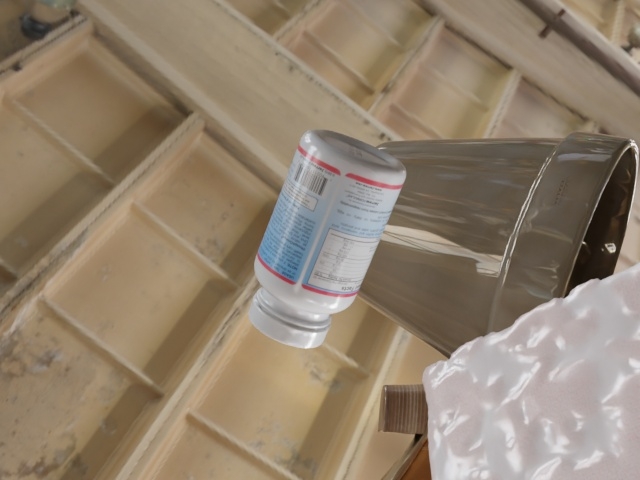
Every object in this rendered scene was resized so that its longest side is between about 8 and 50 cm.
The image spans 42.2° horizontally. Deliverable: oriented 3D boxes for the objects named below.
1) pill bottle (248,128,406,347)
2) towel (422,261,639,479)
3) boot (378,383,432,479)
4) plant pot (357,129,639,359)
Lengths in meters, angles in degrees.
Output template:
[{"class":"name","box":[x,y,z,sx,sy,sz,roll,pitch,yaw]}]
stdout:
[{"class":"pill bottle","box":[0.000,0.000,0.653,0.087,0.160,0.087,20,-163,-6]},{"class":"towel","box":[0.194,0.115,0.288,0.053,0.332,0.316,38,-147,-34]},{"class":"boot","box":[0.184,0.337,1.131,0.220,0.109,0.283,6,-102,-1]},{"class":"plant pot","box":[0.178,0.008,0.960,0.281,0.323,0.323,18,-146,24]}]
